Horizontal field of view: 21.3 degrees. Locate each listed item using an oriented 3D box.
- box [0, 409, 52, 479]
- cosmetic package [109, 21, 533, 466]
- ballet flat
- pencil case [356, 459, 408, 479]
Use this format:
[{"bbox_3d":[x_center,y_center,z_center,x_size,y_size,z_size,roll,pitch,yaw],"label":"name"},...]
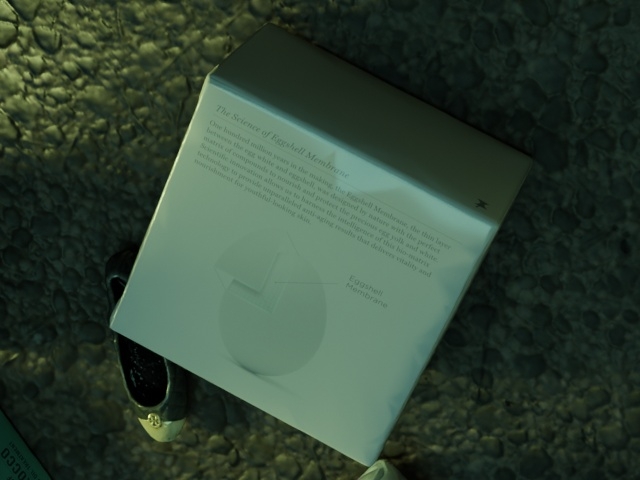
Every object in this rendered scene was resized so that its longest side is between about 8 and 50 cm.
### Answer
[{"bbox_3d":[-0.289,0.232,1.491,0.100,0.060,0.244,-27,103,27],"label":"box"},{"bbox_3d":[0.000,0.000,1.241,0.224,0.138,0.225,28,121,5],"label":"cosmetic package"},{"bbox_3d":[-0.148,0.090,1.384,0.057,0.049,0.173,-3,113,21],"label":"ballet flat"},{"bbox_3d":[0.104,0.299,1.354,0.273,0.124,0.113,42,119,-4],"label":"pencil case"}]
